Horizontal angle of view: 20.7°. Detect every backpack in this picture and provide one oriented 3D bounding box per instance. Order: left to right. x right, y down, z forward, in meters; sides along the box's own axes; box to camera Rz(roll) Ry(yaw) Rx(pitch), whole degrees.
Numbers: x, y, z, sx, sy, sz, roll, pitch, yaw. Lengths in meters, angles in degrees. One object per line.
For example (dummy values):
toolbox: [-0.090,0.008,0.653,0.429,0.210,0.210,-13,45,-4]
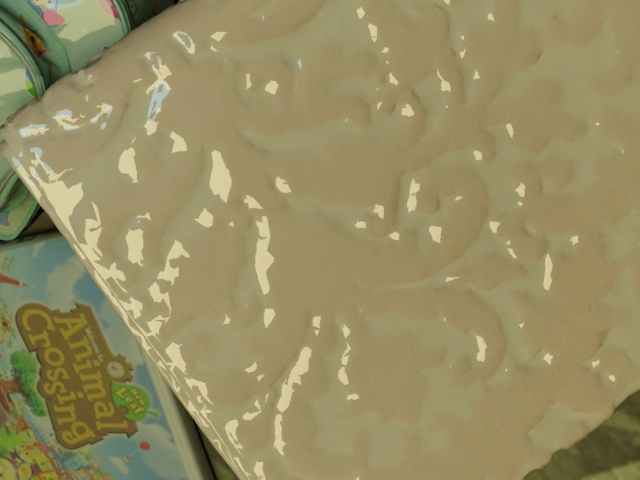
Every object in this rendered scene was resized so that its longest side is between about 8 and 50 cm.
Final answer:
backpack: [-0.179,-0.111,0.972,0.166,0.144,0.188,41,113,1]

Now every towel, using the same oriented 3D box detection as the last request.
towel: [0.054,-0.022,0.926,0.332,0.053,0.317,-35,103,-4]

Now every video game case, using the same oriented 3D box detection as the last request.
video game case: [-0.183,0.101,1.130,0.193,0.023,0.212,-11,109,19]
